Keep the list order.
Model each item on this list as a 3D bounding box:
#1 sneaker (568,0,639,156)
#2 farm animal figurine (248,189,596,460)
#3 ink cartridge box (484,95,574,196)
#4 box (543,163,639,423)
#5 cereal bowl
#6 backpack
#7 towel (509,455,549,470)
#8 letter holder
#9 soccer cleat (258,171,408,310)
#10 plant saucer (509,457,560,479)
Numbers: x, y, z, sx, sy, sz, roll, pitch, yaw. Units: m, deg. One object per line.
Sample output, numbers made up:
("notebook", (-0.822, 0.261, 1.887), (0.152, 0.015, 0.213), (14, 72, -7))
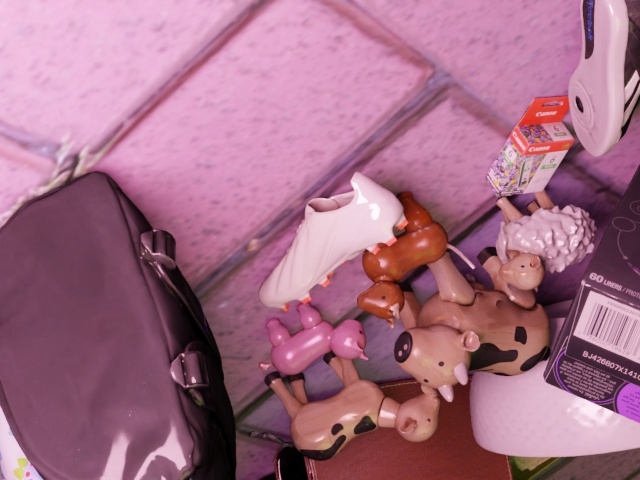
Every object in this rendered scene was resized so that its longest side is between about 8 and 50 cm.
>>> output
("sneaker", (0.308, -0.171, 1.417), (0.121, 0.079, 0.217), (-21, 144, -12))
("farm animal figurine", (0.117, 0.111, 1.585), (0.327, 0.172, 0.330), (-9, 144, -30))
("ink cartridge box", (0.218, -0.094, 1.508), (0.063, 0.029, 0.115), (-8, 143, -32))
("box", (0.362, 0.054, 1.577), (0.270, 0.165, 0.143), (-53, 162, -50))
("cereal bowl", (0.335, 0.142, 1.759), (0.339, 0.141, 0.339), (-10, -176, 1))
("backpack", (-0.183, 0.155, 1.338), (0.273, 0.290, 0.355), (-24, 156, 7))
("towel", (0.271, 0.230, 1.960), (0.110, 0.027, 0.148), (-35, 114, 12))
("letter holder", (0.073, 0.284, 1.853), (0.302, 0.214, 0.152), (-6, 173, -35))
("soccer cleat", (0.000, 0.000, 1.446), (0.196, 0.076, 0.068), (-35, -168, 37))
("plant saucer", (0.255, 0.295, 2.089), (0.188, 0.045, 0.188), (-40, 148, 15))
